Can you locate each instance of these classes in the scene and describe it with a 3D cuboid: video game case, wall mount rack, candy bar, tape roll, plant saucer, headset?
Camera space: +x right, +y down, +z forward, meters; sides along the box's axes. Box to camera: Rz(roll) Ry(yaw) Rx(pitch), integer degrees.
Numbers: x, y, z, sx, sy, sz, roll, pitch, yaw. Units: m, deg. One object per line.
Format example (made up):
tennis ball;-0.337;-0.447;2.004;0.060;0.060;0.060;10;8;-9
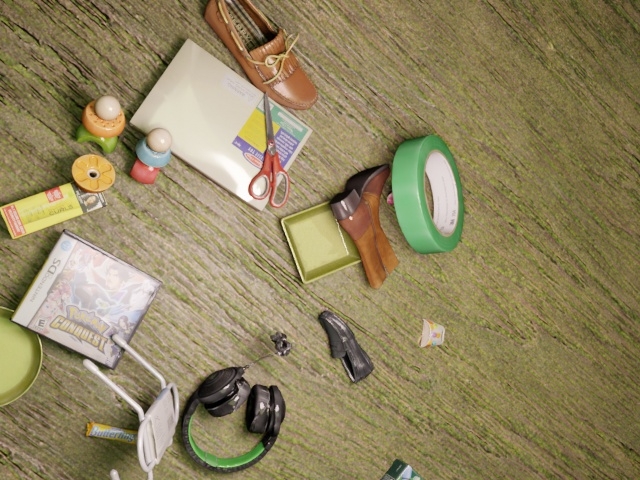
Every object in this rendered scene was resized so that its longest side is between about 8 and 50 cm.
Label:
video game case;-0.563;0.146;1.765;0.275;0.035;0.248;33;75;-23
wall mount rack;-0.431;0.385;1.684;0.130;0.350;0.304;-7;98;2
candy bar;-0.503;0.483;1.805;0.161;0.018;0.040;17;82;-18
tape roll;0.297;-0.124;1.975;0.321;0.077;0.321;18;68;-55
plant saucer;0.000;0.000;1.981;0.188;0.045;0.188;-21;94;-19
plant saucer;-0.782;0.272;1.706;0.241;0.037;0.241;1;88;-19
headset;-0.188;0.410;1.829;0.243;0.185;0.394;29;91;-16

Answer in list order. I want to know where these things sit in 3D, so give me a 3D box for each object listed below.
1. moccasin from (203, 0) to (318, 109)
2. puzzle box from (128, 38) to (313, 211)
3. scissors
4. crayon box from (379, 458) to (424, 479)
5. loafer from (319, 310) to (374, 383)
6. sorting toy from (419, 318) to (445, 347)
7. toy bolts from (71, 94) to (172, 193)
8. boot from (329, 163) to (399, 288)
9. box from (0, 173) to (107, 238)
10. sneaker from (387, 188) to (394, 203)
moccasin;-0.140;-0.502;1.895;0.139;0.147;0.380;-41;100;-24
puzzle box;-0.254;-0.295;1.901;0.409;0.052;0.272;35;77;-15
scissors;-0.120;-0.236;1.910;0.109;0.021;0.297;10;84;-17
crayon box;0.272;0.798;2.027;0.323;0.083;0.203;46;75;-13
loafer;0.062;0.290;1.975;0.078;0.076;0.223;-40;104;-24
sorting toy;0.330;0.272;2.094;0.075;0.045;0.083;10;85;-38
toy bolts;-0.471;-0.221;1.738;0.228;0.158;0.218;18;56;-20
boot;0.164;-0.048;2.008;0.280;0.096;0.264;61;39;-20
box;-0.643;-0.082;1.755;0.232;0.058;0.087;-22;96;-18
sneaker;0.224;-0.136;2.003;0.063;0.170;0.074;-1;86;22
